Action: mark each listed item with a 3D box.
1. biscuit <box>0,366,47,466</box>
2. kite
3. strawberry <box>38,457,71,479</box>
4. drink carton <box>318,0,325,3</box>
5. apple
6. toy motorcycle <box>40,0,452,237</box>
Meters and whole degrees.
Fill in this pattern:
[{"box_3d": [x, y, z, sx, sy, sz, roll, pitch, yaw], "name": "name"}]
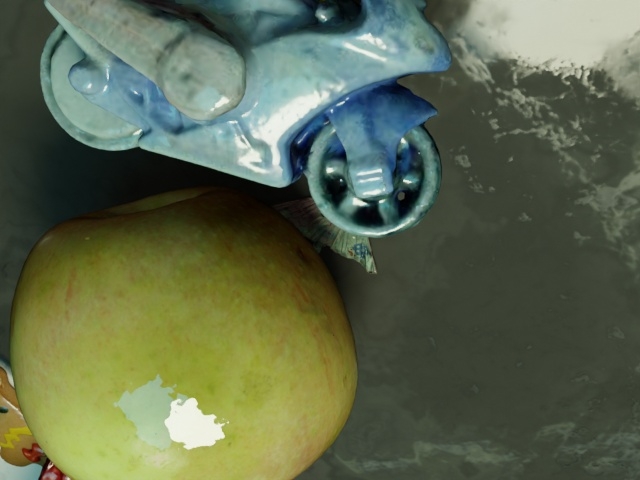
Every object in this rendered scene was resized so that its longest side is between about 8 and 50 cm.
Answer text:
[{"box_3d": [-0.414, 0.274, 1.179, 0.165, 0.036, 0.250, -33, 112, 34], "name": "biscuit"}, {"box_3d": [0.000, 0.000, 0.881, 0.139, 0.011, 0.156, 29, 126, -2], "name": "kite"}, {"box_3d": [-0.262, 0.399, 1.115, 0.318, 0.295, 0.344, 4, 94, 33], "name": "strawberry"}, {"box_3d": [-0.021, -0.209, 0.693, 0.096, 0.071, 0.222, 16, 129, 3], "name": "drink carton"}, {"box_3d": [-0.128, 0.088, 0.796, 0.319, 0.319, 0.277, -1, 112, 16], "name": "apple"}, {"box_3d": [-0.049, -0.148, 0.584, 0.319, 0.182, 0.241, 18, 129, 5], "name": "toy motorcycle"}]
